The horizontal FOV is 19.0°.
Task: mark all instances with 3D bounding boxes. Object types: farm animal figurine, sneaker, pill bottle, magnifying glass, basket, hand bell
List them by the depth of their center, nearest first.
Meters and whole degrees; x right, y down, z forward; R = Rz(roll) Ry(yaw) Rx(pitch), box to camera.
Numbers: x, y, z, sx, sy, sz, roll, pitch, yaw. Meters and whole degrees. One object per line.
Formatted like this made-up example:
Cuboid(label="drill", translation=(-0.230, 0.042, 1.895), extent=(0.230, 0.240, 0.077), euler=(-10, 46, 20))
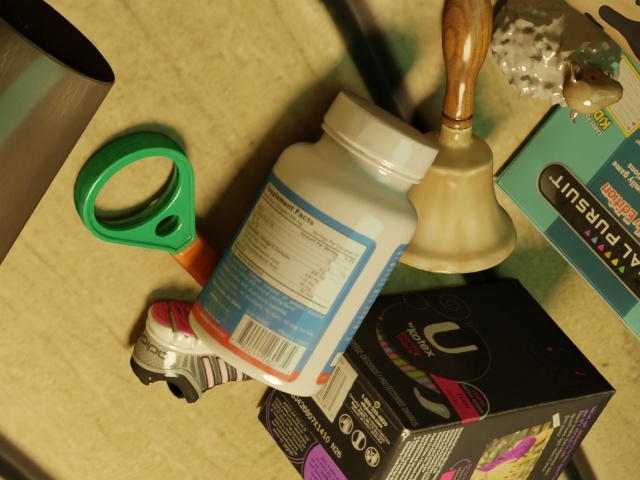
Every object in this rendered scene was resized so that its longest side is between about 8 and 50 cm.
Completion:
Cuboid(label="basket", translation=(-0.245, -0.052, 1.194), extent=(0.227, 0.154, 0.204), euler=(-49, 147, 11))
Cuboid(label="farm animal figurine", translation=(0.297, -0.161, 1.409), extent=(0.172, 0.327, 0.330), euler=(-45, 164, -44))
Cuboid(label="magnifying glass", translation=(-0.118, -0.012, 1.484), extent=(0.092, 0.026, 0.231), euler=(-38, 146, 0))
Cuboid(label="pill bottle", translation=(0.000, 0.000, 1.503), extent=(0.124, 0.124, 0.221), euler=(18, 106, -53))
Cuboid(label="hand bell", translation=(0.111, -0.108, 1.539), extent=(0.126, 0.126, 0.242), euler=(-17, 130, -30))
Cuboid(label="sneaker", translation=(-0.094, 0.100, 1.610), extent=(0.170, 0.063, 0.075), euler=(15, 120, -46))

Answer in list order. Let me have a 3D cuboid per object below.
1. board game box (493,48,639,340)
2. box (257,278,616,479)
Cuboid(label="board game box", translation=(0.344, -0.086, 1.624), extent=(0.336, 0.254, 0.079), euler=(-51, 149, 20))
Cuboid(label="box", translation=(0.108, 0.149, 1.771), extent=(0.270, 0.165, 0.143), euler=(-7, 135, -40))
